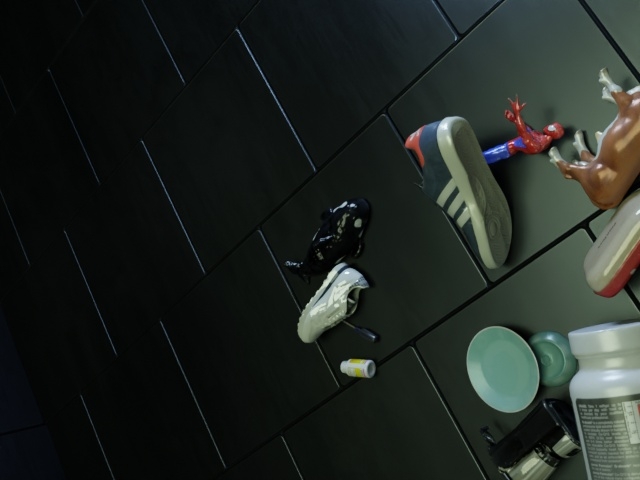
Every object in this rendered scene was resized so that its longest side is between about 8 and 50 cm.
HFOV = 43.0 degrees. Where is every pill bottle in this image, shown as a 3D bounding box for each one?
[{"bbox_3d":[0.583,0.336,1.508,0.210,0.210,0.363,-14,83,38],"label":"pill bottle"},{"bbox_3d":[0.091,0.314,2.000,0.083,0.043,0.043,-1,91,39],"label":"pill bottle"}]

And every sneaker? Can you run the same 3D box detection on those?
[{"bbox_3d":[0.289,-0.094,1.723,0.148,0.131,0.350,-6,116,42],"label":"sneaker"},{"bbox_3d":[0.028,0.171,2.015,0.095,0.090,0.235,39,111,23],"label":"sneaker"}]

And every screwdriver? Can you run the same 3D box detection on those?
[{"bbox_3d":[0.080,0.213,2.027,0.170,0.025,0.024,29,110,43],"label":"screwdriver"}]

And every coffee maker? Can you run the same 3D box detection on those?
[{"bbox_3d":[0.438,0.407,1.675,0.171,0.120,0.178,46,113,18],"label":"coffee maker"}]

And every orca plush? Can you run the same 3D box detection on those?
[{"bbox_3d":[0.000,0.000,2.022,0.287,0.102,0.151,-32,72,35],"label":"orca plush"}]

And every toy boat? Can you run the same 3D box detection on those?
[{"bbox_3d":[0.615,0.018,1.537,0.151,0.151,0.231,29,113,2],"label":"toy boat"}]

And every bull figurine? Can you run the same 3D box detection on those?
[{"bbox_3d":[0.588,-0.213,1.555,0.188,0.101,0.310,45,115,32],"label":"bull figurine"}]

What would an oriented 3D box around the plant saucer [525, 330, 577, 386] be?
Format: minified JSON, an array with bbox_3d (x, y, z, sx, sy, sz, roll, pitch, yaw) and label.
[{"bbox_3d":[0.478,0.250,1.707,0.119,0.021,0.119,2,94,38],"label":"plant saucer"}]

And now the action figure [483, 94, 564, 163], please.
[{"bbox_3d":[0.373,-0.222,1.720,0.280,0.091,0.139,-15,98,37],"label":"action figure"}]

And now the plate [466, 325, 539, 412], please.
[{"bbox_3d":[0.397,0.277,1.756,0.188,0.024,0.188,9,103,47],"label":"plate"}]
